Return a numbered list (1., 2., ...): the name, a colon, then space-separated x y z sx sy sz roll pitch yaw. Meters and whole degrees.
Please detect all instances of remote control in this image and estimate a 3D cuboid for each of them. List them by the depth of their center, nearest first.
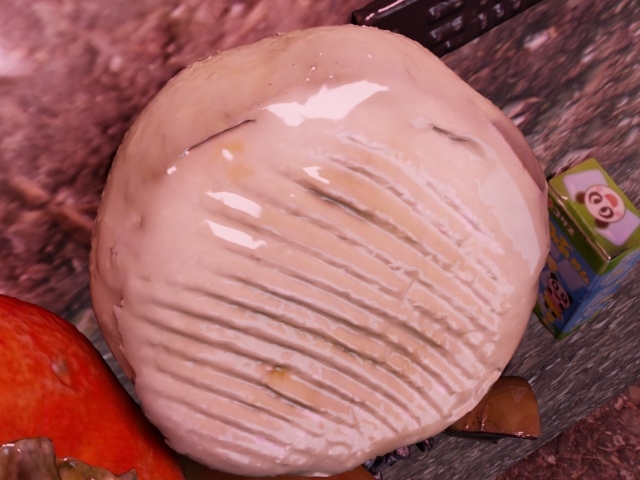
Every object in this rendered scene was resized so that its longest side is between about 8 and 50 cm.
1. remote control: 0.124 -0.157 0.502 0.245 0.025 0.063 -29 156 -8

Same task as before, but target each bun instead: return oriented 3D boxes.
1. bun: 0.000 0.000 0.476 0.239 0.141 0.239 -9 123 -14

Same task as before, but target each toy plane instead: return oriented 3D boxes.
1. toy plane: 0.099 0.268 1.234 0.246 0.078 0.169 -7 145 -46

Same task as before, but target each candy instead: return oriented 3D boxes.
1. candy: 0.247 0.015 0.905 0.062 0.097 0.194 -27 156 -13

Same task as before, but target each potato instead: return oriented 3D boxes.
1. potato: 0.253 0.256 1.435 0.120 0.100 0.261 9 166 -2

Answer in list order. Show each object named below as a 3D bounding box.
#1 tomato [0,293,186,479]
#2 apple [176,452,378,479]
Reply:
1. tomato: -0.213 0.185 0.433 0.290 0.293 0.325 -30 167 30
2. apple: -0.080 0.366 0.865 0.391 0.346 0.391 -32 162 -12
